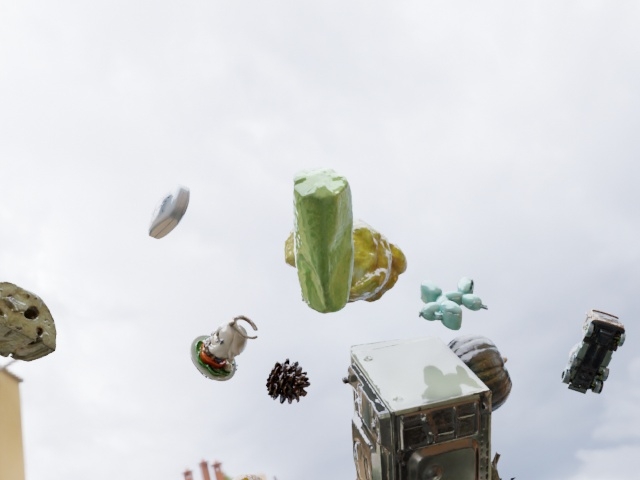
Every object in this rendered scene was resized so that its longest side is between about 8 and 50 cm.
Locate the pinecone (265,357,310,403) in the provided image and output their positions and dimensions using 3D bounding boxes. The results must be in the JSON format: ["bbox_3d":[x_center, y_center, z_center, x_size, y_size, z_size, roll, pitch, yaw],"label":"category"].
[{"bbox_3d":[-0.093,0.423,2.279,0.140,0.121,0.140,-40,-39,-43],"label":"pinecone"}]

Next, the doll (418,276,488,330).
[{"bbox_3d":[0.277,0.137,1.653,0.160,0.158,0.059,-5,-65,-13],"label":"doll"}]

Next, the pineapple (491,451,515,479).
[{"bbox_3d":[0.468,0.657,1.910,0.119,0.277,0.130,-35,-52,0],"label":"pineapple"}]

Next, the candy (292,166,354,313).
[{"bbox_3d":[0.000,0.000,1.727,0.142,0.132,0.343,8,-56,18],"label":"candy"}]

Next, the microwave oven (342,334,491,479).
[{"bbox_3d":[0.198,0.450,1.671,0.247,0.333,0.394,-8,-71,-12],"label":"microwave oven"}]

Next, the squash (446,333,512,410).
[{"bbox_3d":[0.402,0.346,1.984,0.173,0.218,0.218,-17,-33,16],"label":"squash"}]

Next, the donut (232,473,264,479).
[{"bbox_3d":[-0.187,0.699,1.893,0.114,0.226,0.227,-32,-36,27],"label":"donut"}]

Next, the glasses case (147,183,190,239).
[{"bbox_3d":[-0.275,-0.050,1.379,0.045,0.067,0.178,20,-22,-20],"label":"glasses case"}]

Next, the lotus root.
[{"bbox_3d":[-0.751,0.192,1.840,0.119,0.138,0.235,-19,-47,31],"label":"lotus root"}]

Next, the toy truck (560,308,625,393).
[{"bbox_3d":[0.743,0.310,2.110,0.108,0.140,0.256,17,-65,6],"label":"toy truck"}]

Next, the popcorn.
[{"bbox_3d":[0.069,0.033,2.207,0.292,0.334,0.293,-39,-22,-38],"label":"popcorn"}]

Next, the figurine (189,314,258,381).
[{"bbox_3d":[-0.207,0.234,1.746,0.132,0.132,0.154,16,-50,-41],"label":"figurine"}]
